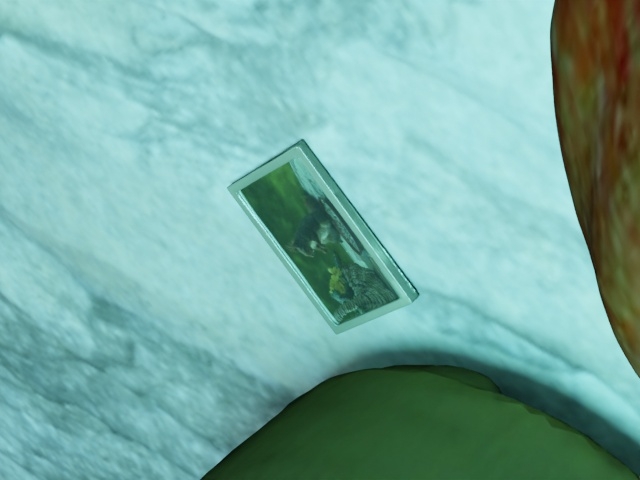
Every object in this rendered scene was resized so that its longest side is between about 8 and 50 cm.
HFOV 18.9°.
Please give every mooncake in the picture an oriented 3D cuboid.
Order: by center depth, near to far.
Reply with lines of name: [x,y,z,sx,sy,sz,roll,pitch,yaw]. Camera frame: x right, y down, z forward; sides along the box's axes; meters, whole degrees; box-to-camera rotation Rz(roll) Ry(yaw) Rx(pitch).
mooncake: [0.060,0.190,0.874,0.284,0.155,0.284,29,143,25]

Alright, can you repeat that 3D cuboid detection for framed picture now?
framed picture: [0.000,0.000,0.884,0.089,0.006,0.066,54,144,-7]

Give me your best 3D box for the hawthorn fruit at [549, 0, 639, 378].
hawthorn fruit: [0.162,-0.065,0.490,0.208,0.208,0.248,22,125,32]
